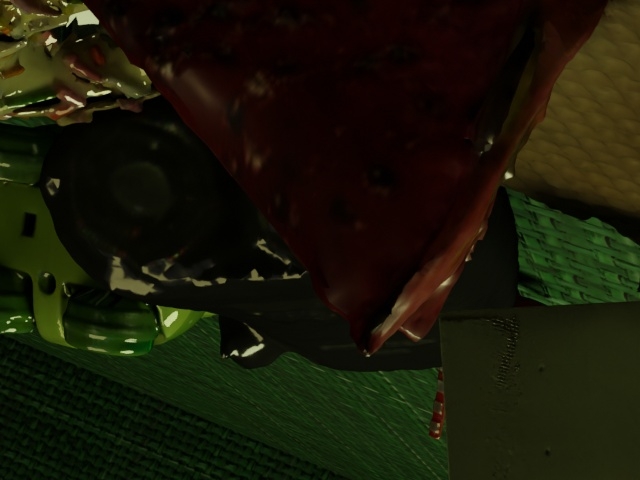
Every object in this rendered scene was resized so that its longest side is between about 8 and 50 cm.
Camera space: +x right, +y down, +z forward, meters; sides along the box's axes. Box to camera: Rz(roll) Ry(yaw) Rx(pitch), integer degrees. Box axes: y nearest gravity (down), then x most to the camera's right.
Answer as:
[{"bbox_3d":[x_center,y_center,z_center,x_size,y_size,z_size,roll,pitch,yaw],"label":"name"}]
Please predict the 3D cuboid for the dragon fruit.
[{"bbox_3d":[-0.006,-0.113,0.467,0.262,0.134,0.211,50,-173,7],"label":"dragon fruit"}]

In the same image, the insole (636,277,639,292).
[{"bbox_3d":[0.181,0.010,0.585,0.110,0.012,0.309,-7,175,26],"label":"insole"}]

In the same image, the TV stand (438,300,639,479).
[{"bbox_3d":[0.180,0.061,0.598,0.270,0.088,0.083,-3,176,6],"label":"TV stand"}]

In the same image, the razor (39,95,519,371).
[{"bbox_3d":[0.000,-0.004,0.821,0.189,0.107,0.327,-3,168,12],"label":"razor"}]

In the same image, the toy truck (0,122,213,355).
[{"bbox_3d":[-0.127,-0.002,1.115,0.187,0.148,0.211,12,-175,43],"label":"toy truck"}]

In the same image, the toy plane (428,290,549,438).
[{"bbox_3d":[0.053,0.063,1.050,0.194,0.126,0.077,-23,177,24],"label":"toy plane"}]

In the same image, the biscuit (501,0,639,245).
[{"bbox_3d":[0.142,-0.067,0.440,0.144,0.078,0.426,25,169,-10],"label":"biscuit"}]

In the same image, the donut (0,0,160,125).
[{"bbox_3d":[-0.082,-0.094,0.613,0.175,0.068,0.174,-17,167,-4],"label":"donut"}]
